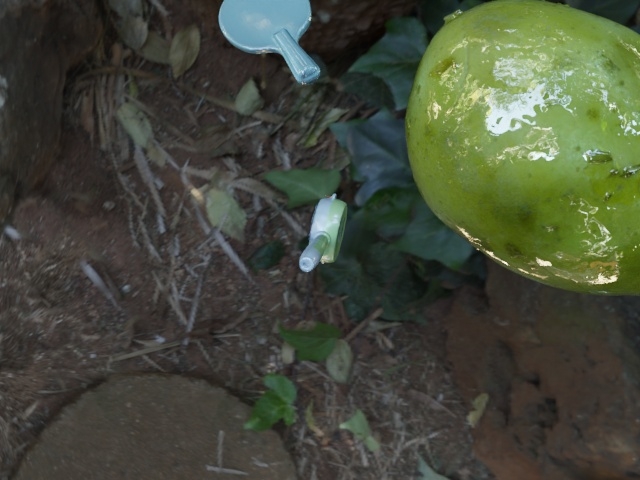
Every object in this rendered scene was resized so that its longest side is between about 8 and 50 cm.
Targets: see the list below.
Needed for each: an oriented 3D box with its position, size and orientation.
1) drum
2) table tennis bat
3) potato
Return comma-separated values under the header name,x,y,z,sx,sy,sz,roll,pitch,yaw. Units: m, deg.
name,x,y,z,sx,sy,sz,roll,pitch,yaw
drum,-0.002,0.018,1.352,0.049,0.130,0.253,12,34,7
table tennis bat,-0.069,-0.332,1.242,0.149,0.038,0.237,-29,62,-9
potato,0.209,-0.071,0.651,0.304,0.216,0.216,23,73,-21
